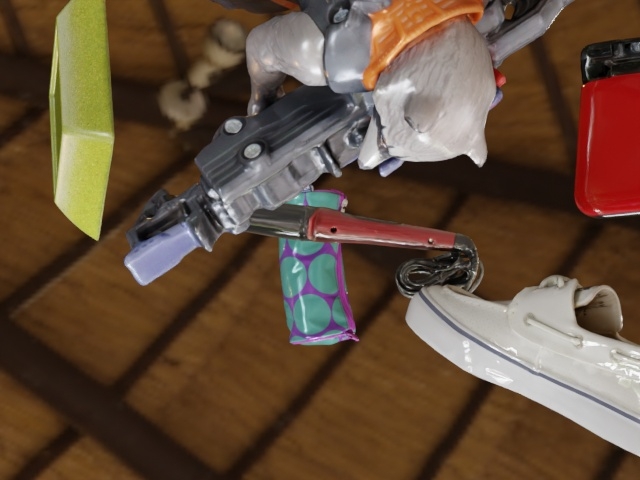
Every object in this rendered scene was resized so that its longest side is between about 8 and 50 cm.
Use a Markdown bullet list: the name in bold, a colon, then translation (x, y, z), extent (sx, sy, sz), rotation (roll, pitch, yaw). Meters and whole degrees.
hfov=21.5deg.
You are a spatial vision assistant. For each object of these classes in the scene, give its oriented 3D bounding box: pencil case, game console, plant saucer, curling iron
- **pencil case**: translation (-0.003, 0.024, 1.596), extent (0.064, 0.070, 0.152), rotation (14, -110, -65)
- **game console**: translation (0.183, -0.044, 0.691), extent (0.124, 0.144, 0.085), rotation (30, -123, -68)
- **plant saucer**: translation (-0.232, -0.124, 1.614), extent (0.045, 0.188, 0.188), rotation (0, -120, -13)
- **curling iron**: translation (0.000, 0.000, 1.357), extent (0.274, 0.035, 0.068), rotation (15, -109, -4)

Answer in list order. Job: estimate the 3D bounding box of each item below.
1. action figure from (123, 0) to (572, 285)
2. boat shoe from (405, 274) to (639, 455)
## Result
- **action figure**: translation (-0.027, -0.142, 1.027), extent (0.341, 0.330, 0.178), rotation (-40, -34, -8)
- **boat shoe**: translation (0.066, 0.027, 0.445), extent (0.035, 0.100, 0.035), rotation (10, -78, -48)
